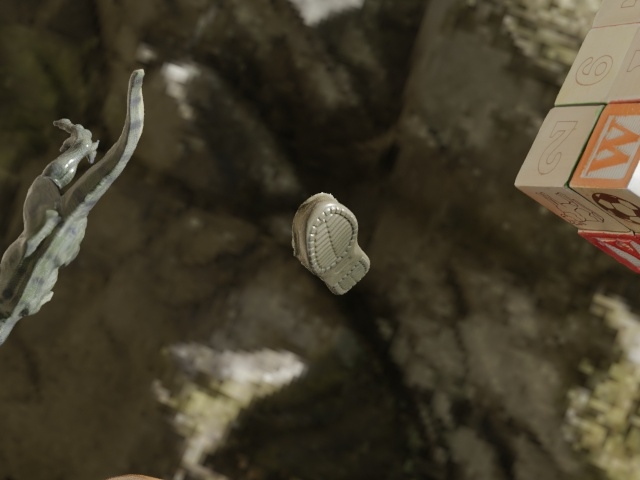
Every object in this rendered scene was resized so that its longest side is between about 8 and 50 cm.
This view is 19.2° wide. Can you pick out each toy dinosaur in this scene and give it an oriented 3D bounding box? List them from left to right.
[{"bbox_3d":[-0.181,-0.019,1.303,0.268,0.064,0.118,-55,-167,17],"label":"toy dinosaur"}]

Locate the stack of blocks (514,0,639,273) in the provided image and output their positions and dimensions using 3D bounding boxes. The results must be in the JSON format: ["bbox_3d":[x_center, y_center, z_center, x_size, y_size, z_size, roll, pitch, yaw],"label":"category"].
[{"bbox_3d":[0.237,-0.112,0.897,0.087,0.171,0.297,5,-115,62],"label":"stack of blocks"}]

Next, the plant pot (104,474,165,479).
[{"bbox_3d":[-0.135,0.186,0.536,0.291,0.203,0.291,-48,-151,38],"label":"plant pot"}]

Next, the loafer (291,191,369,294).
[{"bbox_3d":[0.000,0.000,1.534,0.056,0.050,0.148,-44,156,-11],"label":"loafer"}]
